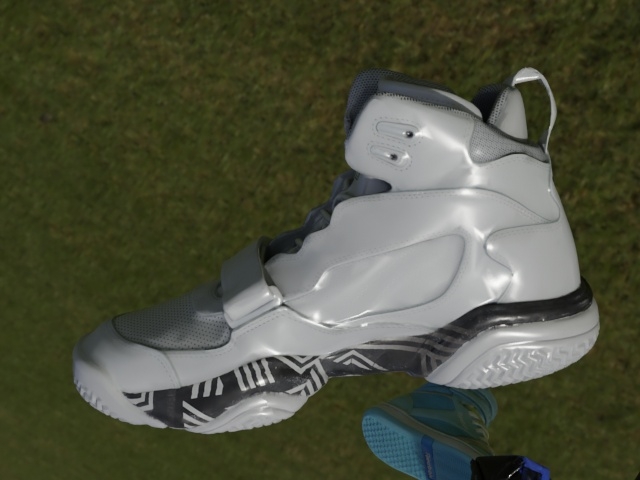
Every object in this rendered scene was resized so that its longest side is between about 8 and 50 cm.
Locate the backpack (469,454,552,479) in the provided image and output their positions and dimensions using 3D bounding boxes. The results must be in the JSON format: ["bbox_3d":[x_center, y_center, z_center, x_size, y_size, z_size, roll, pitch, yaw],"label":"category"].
[{"bbox_3d":[0.248,0.348,1.386,0.101,0.120,0.098,28,153,-24],"label":"backpack"}]

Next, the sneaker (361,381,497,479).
[{"bbox_3d":[0.240,0.305,1.675,0.319,0.208,0.127,27,132,41],"label":"sneaker"}]

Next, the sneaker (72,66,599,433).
[{"bbox_3d":[0.000,0.000,0.733,0.366,0.137,0.210,-8,106,1],"label":"sneaker"}]

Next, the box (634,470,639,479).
[{"bbox_3d":[0.581,0.569,1.856,0.079,0.257,0.322,32,-175,-13],"label":"box"}]
